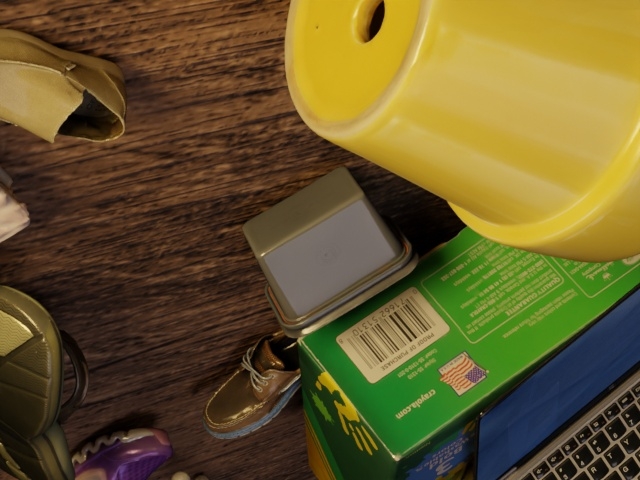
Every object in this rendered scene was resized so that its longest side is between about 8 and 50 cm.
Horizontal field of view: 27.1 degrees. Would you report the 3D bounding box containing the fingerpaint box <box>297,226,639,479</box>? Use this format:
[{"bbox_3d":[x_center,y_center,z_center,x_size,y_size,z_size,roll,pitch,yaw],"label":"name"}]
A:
[{"bbox_3d":[0.205,0.117,1.416,0.445,0.163,0.371,-33,156,-16],"label":"fingerpaint box"}]

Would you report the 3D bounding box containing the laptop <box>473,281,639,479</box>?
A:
[{"bbox_3d":[0.362,0.203,1.322,0.382,0.408,0.236,-36,-170,-12],"label":"laptop"}]

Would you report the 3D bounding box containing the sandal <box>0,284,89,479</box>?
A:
[{"bbox_3d":[-0.241,0.114,1.088,0.086,0.120,0.302,-50,166,-28],"label":"sandal"}]

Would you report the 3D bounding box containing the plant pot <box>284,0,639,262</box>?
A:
[{"bbox_3d":[0.117,-0.123,0.886,0.239,0.254,0.254,9,135,-34],"label":"plant pot"}]

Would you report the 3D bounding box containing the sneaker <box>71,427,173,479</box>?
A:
[{"bbox_3d":[-0.240,0.284,1.371,0.236,0.104,0.095,-37,153,9],"label":"sneaker"}]

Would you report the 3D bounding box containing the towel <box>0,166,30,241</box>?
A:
[{"bbox_3d":[-0.369,-0.009,0.766,0.317,0.053,0.332,-31,155,-2],"label":"towel"}]

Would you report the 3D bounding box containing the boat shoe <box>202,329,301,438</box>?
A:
[{"bbox_3d":[-0.050,0.128,1.352,0.183,0.066,0.066,-39,150,-6],"label":"boat shoe"}]

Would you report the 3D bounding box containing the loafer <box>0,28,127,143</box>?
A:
[{"bbox_3d":[-0.174,-0.092,0.825,0.148,0.050,0.056,0,141,-47],"label":"loafer"}]

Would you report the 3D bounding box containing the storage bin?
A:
[{"bbox_3d":[0.000,0.000,1.149,0.135,0.098,0.091,-30,127,-1],"label":"storage bin"}]

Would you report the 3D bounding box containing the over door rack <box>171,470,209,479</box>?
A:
[{"bbox_3d":[-0.226,0.362,1.438,0.239,0.108,0.324,-32,-175,2],"label":"over door rack"}]
